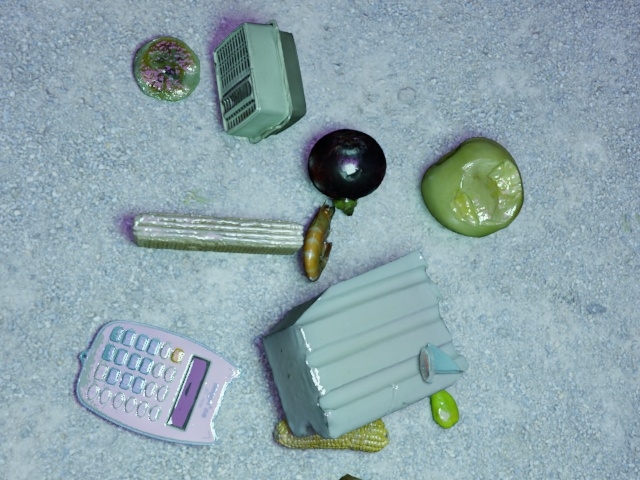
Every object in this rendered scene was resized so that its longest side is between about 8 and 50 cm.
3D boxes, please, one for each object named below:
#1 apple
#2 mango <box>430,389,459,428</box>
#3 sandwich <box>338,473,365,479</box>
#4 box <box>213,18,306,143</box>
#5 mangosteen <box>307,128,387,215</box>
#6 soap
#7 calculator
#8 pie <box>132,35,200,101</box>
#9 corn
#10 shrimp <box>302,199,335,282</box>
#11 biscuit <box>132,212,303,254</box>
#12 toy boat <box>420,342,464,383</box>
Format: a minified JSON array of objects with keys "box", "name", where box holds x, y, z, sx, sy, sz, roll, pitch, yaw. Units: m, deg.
[{"box":[0.413,-0.141,2.006,0.279,0.279,0.279,3,78,-13],"name":"apple"},{"box":[0.329,0.447,1.963,0.073,0.056,0.108,-19,81,-22],"name":"mango"},{"box":[0.079,0.705,1.777,0.155,0.198,0.227,36,73,-5],"name":"sandwich"},{"box":[-0.160,-0.416,1.936,0.166,0.221,0.290,-3,79,-36],"name":"box"},{"box":[0.072,-0.190,1.966,0.216,0.216,0.216,3,78,-13],"name":"mangosteen"},{"box":[0.100,0.258,1.817,0.435,0.213,0.350,-19,88,-31],"name":"soap"},{"box":[-0.406,0.346,1.809,0.387,0.054,0.256,21,75,-7],"name":"calculator"},{"box":[-0.412,-0.462,1.976,0.187,0.041,0.186,3,79,-14],"name":"pie"},{"box":[0.029,0.489,1.864,0.292,0.101,0.101,1,79,-10],"name":"corn"},{"box":[0.000,0.000,1.944,0.068,0.150,0.248,8,55,14],"name":"shrimp"},{"box":[-0.261,-0.016,1.871,0.426,0.144,0.078,3,79,-12],"name":"biscuit"},{"box":[0.295,0.298,1.781,0.122,0.034,0.096,6,75,-36],"name":"toy boat"}]
